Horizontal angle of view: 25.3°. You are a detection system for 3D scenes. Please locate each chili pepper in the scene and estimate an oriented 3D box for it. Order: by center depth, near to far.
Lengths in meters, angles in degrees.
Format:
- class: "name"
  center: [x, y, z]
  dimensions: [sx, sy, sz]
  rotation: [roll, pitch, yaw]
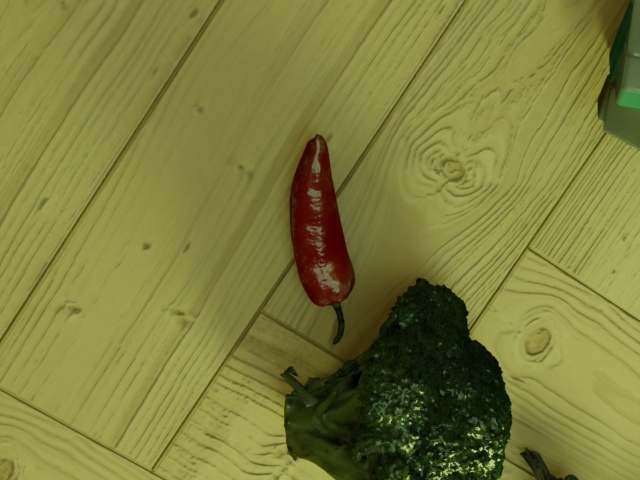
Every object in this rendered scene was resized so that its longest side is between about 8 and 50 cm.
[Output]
- class: "chili pepper"
  center: [0.000, 0.000, 1.742]
  dimensions: [0.071, 0.063, 0.272]
  rotation: [-12, 109, -7]

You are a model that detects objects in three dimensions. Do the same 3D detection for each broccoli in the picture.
- class: "broccoli"
  center: [0.093, 0.208, 1.720]
  dimensions: [0.283, 0.321, 0.303]
  rotation: [-5, 96, 23]

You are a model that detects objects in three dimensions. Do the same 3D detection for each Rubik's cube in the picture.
- class: "Rubik's cube"
  center: [0.448, -0.206, 1.665]
  dimensions: [0.224, 0.213, 0.265]
  rotation: [17, 117, 3]

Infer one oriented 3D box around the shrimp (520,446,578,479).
- class: "shrimp"
  center: [0.299, 0.450, 1.861]
  dimensions: [0.247, 0.085, 0.360]
  rotation: [-15, 84, 15]
